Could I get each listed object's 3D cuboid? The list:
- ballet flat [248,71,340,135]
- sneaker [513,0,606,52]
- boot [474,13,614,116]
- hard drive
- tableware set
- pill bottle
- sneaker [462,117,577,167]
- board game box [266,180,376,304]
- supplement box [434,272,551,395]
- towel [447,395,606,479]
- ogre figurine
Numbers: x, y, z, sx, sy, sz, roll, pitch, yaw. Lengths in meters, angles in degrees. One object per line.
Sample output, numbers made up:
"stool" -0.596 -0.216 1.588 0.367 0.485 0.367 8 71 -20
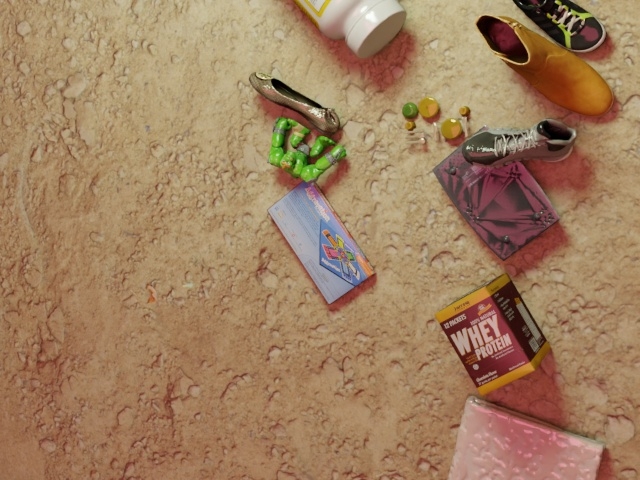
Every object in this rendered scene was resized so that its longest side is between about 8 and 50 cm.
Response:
"ballet flat" -0.058 -0.333 1.930 0.250 0.084 0.058 35 127 11
"sneaker" 0.463 -0.456 1.657 0.235 0.097 0.084 39 112 15
"boot" 0.437 -0.341 1.625 0.295 0.211 0.104 41 113 14
"hard drive" 0.380 -0.103 1.776 0.172 0.054 0.254 -41 79 25
"tableware set" 0.256 -0.269 1.829 0.154 0.024 0.103 -5 93 27
"pill bottle" 0.028 -0.565 1.797 0.188 0.188 0.334 -44 79 24
"sneaker" 0.406 -0.208 1.665 0.229 0.132 0.086 -5 78 1
"board game box" 0.000 0.000 1.988 0.145 0.027 0.281 -37 81 26
"supplement box" 0.369 0.194 1.751 0.129 0.191 0.194 -33 83 26
"towel" 0.445 0.548 1.848 0.317 0.053 0.331 15 105 22
"ogre figurine" -0.044 -0.206 1.945 0.197 0.097 0.118 28 91 3
